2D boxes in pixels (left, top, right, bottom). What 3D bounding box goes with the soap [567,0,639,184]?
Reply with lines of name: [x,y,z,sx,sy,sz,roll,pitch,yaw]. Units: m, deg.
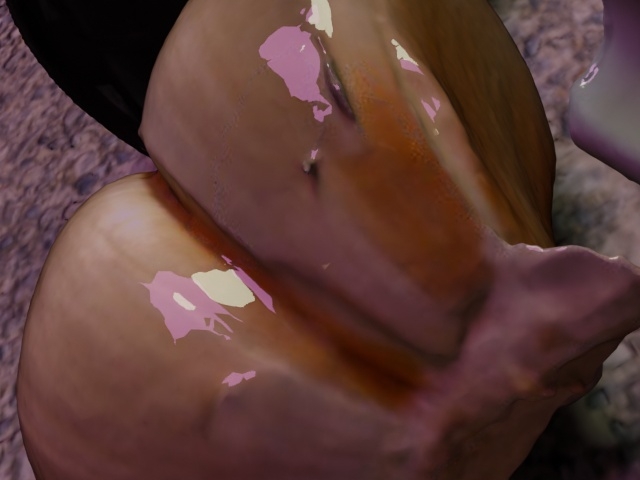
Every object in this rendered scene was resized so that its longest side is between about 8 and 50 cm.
soap: [0.243,-0.043,0.623,0.208,0.115,0.347,-9,21,-18]

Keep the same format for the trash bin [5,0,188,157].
trash bin: [-0.020,-0.194,1.136,0.277,0.217,0.262,-18,31,52]

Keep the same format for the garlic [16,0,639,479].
garlic: [0.000,0.000,0.858,0.249,0.286,0.313,5,29,-17]
